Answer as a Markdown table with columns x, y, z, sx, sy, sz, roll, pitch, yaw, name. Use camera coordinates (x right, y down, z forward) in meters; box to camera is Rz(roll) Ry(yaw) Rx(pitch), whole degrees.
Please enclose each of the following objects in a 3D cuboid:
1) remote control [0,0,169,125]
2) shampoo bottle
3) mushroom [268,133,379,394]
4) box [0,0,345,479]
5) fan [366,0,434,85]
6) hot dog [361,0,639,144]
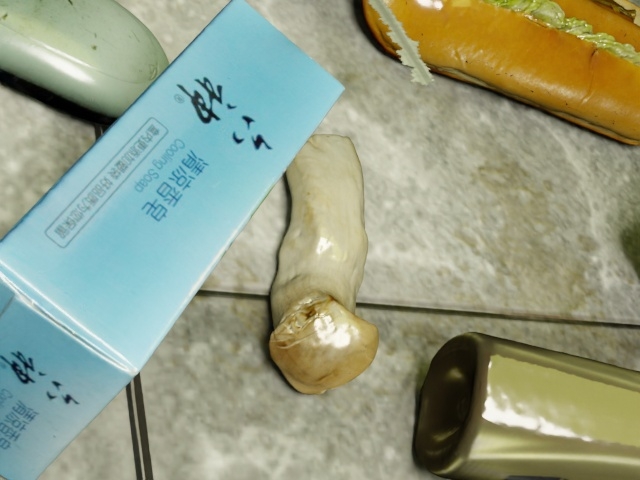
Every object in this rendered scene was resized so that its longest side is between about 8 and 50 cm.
| x | y | z | sx | sy | sz | roll | pitch | yaw | name |
| --- | --- | --- | --- | --- | --- | --- | --- | --- | --- |
| -0.200 | -0.146 | 0.662 | 0.256 | 0.045 | 0.097 | 26 | 47 | -16 | remote control |
| 0.237 | 0.133 | 0.679 | 0.350 | 0.125 | 0.084 | 13 | 74 | -10 | shampoo bottle |
| 0.003 | 0.001 | 0.703 | 0.059 | 0.054 | 0.202 | 22 | 46 | -20 | mushroom |
| -0.093 | -0.004 | 0.571 | 0.083 | 0.142 | 0.232 | 38 | 46 | -8 | box |
| 0.013 | -0.208 | 0.799 | 0.190 | 0.009 | 0.329 | -13 | 49 | -17 | fan |
| 0.168 | -0.175 | 0.901 | 0.337 | 0.100 | 0.135 | 16 | 53 | -26 | hot dog |
